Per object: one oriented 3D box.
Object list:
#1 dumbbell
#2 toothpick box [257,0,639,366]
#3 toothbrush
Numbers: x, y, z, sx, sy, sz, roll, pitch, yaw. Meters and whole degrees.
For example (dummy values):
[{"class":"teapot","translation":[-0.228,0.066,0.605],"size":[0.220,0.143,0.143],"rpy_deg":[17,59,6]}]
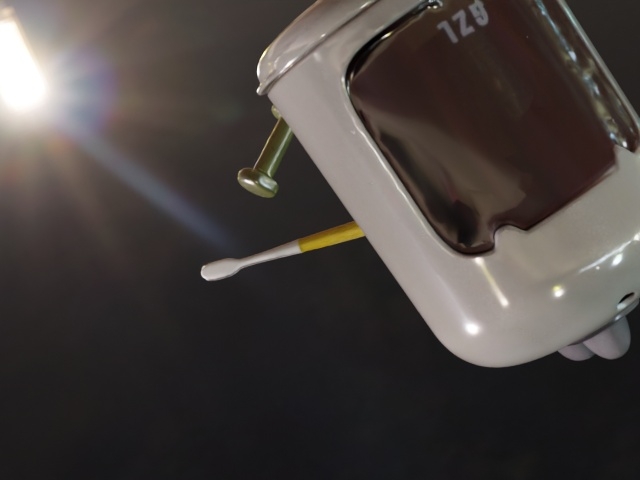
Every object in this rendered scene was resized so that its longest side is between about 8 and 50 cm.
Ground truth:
[{"class":"dumbbell","translation":[-0.054,-0.110,1.890],"size":[0.046,0.052,0.118],"rpy_deg":[-2,-120,63]},{"class":"toothpick box","translation":[0.119,-0.049,1.112],"size":[0.229,0.316,0.229],"rpy_deg":[-34,-179,1]},{"class":"toothbrush","translation":[0.000,0.000,1.706],"size":[0.288,0.021,0.024],"rpy_deg":[-16,-179,22]}]
